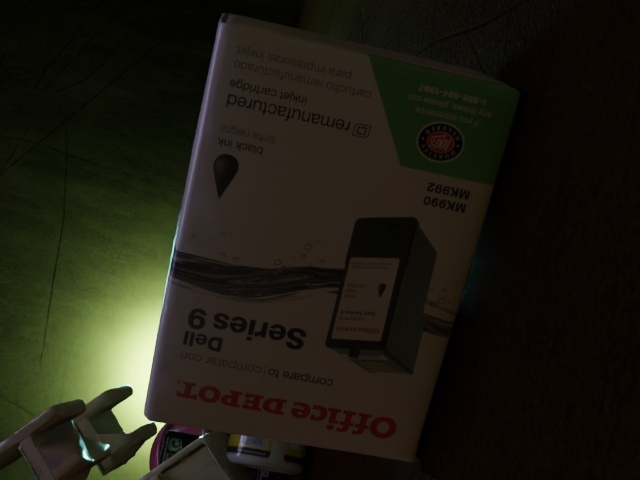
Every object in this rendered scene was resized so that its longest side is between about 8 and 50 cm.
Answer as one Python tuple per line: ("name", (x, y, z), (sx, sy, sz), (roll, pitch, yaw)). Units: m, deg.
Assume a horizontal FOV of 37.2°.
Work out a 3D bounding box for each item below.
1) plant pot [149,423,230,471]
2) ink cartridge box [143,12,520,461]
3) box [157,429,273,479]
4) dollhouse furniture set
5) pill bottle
("plant pot", (-0.178, 0.371, 1.662), (0.180, 0.201, 0.201), (-43, 32, 50))
("ink cartridge box", (0.000, 0.000, 0.704), (0.121, 0.211, 0.289), (-106, 28, -73))
("box", (-0.173, 0.409, 1.497), (0.045, 0.184, 0.191), (107, 174, -71))
("dollhouse furniture set", (-0.256, 0.406, 1.236), (0.256, 0.362, 0.394), (-36, -9, 12))
("pill bottle", (-0.057, 0.206, 1.240), (0.103, 0.103, 0.184), (125, 157, -73))
